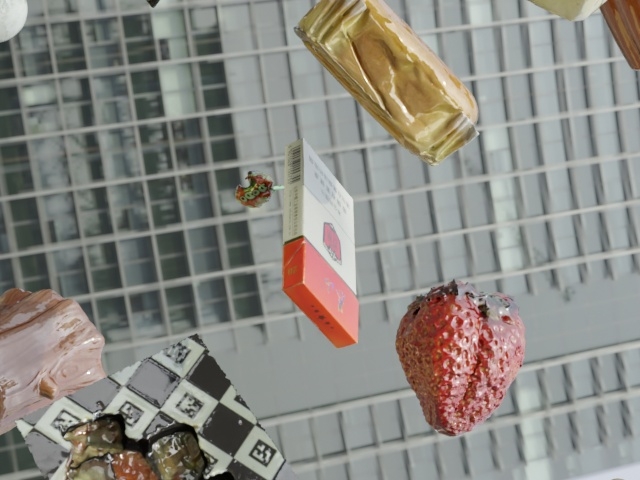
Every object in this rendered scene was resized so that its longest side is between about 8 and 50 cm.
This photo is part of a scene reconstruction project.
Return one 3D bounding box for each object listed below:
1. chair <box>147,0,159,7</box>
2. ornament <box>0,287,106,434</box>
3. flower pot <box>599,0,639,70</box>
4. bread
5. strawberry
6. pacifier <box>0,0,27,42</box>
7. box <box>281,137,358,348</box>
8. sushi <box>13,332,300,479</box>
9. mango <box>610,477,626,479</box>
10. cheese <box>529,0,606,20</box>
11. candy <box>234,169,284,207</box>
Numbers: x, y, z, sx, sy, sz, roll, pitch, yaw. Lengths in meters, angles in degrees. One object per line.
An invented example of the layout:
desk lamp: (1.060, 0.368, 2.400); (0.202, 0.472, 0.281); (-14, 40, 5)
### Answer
chair: (-0.251, -0.448, 1.556); (0.141, 0.260, 0.154); (-45, -112, 21)
ornament: (-0.497, 0.204, 1.658); (0.235, 0.217, 0.221); (45, -58, 11)
flower pot: (0.455, -0.324, 1.381); (0.190, 0.190, 0.173); (-149, -139, -71)
bread: (0.084, -0.203, 1.254); (0.241, 0.107, 0.136); (44, 6, -11)
strawberry: (0.256, 0.224, 1.975); (0.238, 0.250, 0.288); (163, -67, -68)
pacifier: (-0.526, -0.374, 1.460); (0.288, 0.269, 0.343); (-61, -179, -29)
box: (0.000, 0.000, 1.308); (0.139, 0.035, 0.245); (50, 27, -39)
sushi: (-0.203, 0.298, 1.352); (0.294, 0.292, 0.059); (54, -33, 21)
mango: (0.482, 0.430, 1.613); (0.161, 0.103, 0.076); (-114, -169, -59)
cheese: (0.191, -0.364, 0.920); (0.242, 0.124, 0.265); (35, -34, 18)
candy: (-0.074, -0.071, 1.453); (0.049, 0.055, 0.184); (65, 12, 2)
